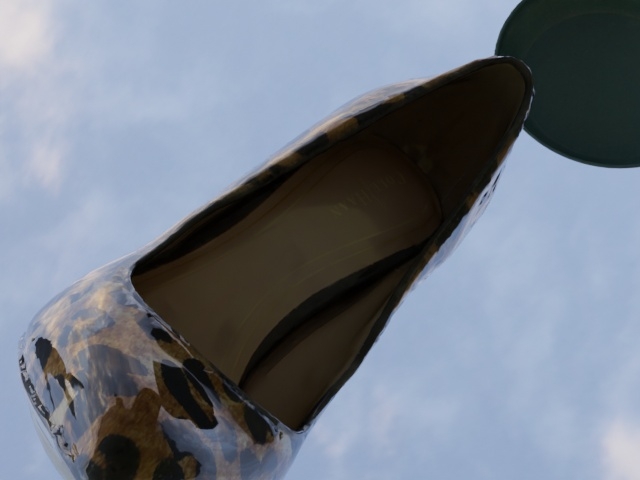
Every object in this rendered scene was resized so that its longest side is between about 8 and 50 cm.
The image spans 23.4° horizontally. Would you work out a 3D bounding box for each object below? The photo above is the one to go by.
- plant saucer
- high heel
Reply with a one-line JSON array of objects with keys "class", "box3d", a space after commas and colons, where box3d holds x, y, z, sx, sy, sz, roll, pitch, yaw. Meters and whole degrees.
[{"class": "plant saucer", "box3d": [0.148, -0.084, 0.791, 0.119, 0.021, 0.119, 0, -117, 1]}, {"class": "high heel", "box3d": [0.000, 0.000, 0.504, 0.186, 0.261, 0.093, -43, -89, 6]}]
